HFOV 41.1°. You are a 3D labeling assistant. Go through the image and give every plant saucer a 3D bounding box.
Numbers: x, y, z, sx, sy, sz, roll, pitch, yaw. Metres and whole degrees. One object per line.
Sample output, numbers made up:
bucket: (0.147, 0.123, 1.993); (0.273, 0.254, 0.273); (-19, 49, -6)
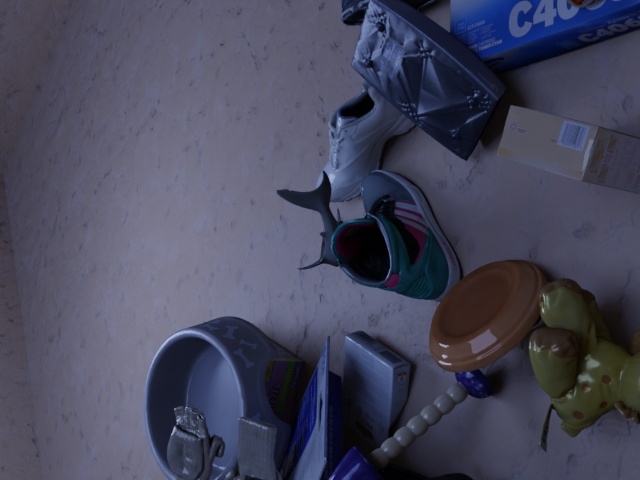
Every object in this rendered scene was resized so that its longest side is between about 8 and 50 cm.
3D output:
plant saucer: (0.230, 0.099, 1.219); (0.200, 0.037, 0.200); (-39, 21, 18)

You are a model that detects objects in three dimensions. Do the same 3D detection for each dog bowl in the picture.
dog bowl: (-0.210, 0.318, 1.625); (0.349, 0.102, 0.348); (-5, 83, 42)

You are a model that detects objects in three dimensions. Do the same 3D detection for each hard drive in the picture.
hard drive: (0.166, -0.258, 1.330); (0.255, 0.054, 0.172); (43, 151, 15)

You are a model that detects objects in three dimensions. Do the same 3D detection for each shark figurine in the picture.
shark figurine: (0.003, 0.007, 1.496); (0.116, 0.278, 0.166); (-25, 69, 1)

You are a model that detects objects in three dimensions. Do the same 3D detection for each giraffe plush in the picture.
giraffe plush: (0.361, 0.156, 1.030); (0.171, 0.181, 0.210); (-4, 69, 33)

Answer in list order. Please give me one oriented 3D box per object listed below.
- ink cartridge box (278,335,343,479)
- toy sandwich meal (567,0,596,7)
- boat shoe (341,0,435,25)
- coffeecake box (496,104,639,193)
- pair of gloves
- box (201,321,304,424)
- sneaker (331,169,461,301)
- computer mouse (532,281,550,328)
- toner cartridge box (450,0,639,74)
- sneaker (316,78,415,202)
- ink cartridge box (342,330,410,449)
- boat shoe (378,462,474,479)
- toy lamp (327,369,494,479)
ink cartridge box: (-0.009, 0.374, 1.450); (0.303, 0.072, 0.307); (-88, 18, -58)
toy sandwich meal: (0.343, -0.347, 1.112); (0.086, 0.029, 0.085); (-15, 72, 53)
boat shoe: (0.124, -0.419, 1.504); (0.301, 0.108, 0.102); (20, 100, 57)
coffeecake box: (0.340, -0.108, 1.066); (0.142, 0.186, 0.068); (29, 107, 53)
pair of gloves: (-0.163, 0.394, 1.480); (0.240, 0.042, 0.204); (1, 99, 32)
box: (-0.165, 0.305, 1.765); (0.243, 0.117, 0.213); (22, 102, 55)
sneaker: (0.091, -0.019, 1.409); (0.123, 0.179, 0.295); (-59, 41, 30)
computer mouse: (0.268, 0.113, 1.236); (0.193, 0.042, 0.106); (-23, 28, 47)
toner cartridge box: (0.332, -0.355, 1.222); (0.348, 0.075, 0.165); (-10, 75, 54)
sneaker: (0.061, -0.188, 1.529); (0.297, 0.129, 0.111); (-56, 45, 34)
ink cartridge box: (0.095, 0.266, 1.487); (0.145, 0.045, 0.179); (30, 126, 52)
boat shoe: (0.182, 0.415, 1.200); (0.500, 0.187, 0.155); (-4, 86, 60)
toy lamp: (0.128, 0.282, 1.248); (0.275, 0.080, 0.080); (-40, 38, -9)
